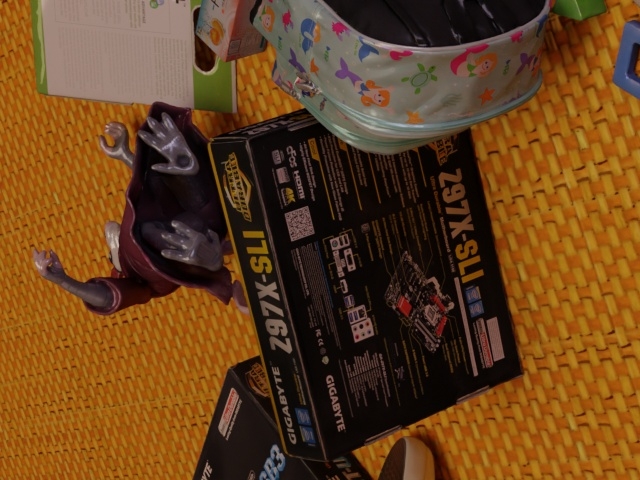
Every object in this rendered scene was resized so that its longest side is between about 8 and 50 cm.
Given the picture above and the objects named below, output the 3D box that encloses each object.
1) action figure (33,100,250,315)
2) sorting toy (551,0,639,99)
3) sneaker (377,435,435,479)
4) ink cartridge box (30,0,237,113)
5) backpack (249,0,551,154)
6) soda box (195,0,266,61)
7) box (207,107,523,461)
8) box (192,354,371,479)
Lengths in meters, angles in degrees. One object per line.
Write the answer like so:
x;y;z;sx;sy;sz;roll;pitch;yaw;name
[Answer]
-0.178;-0.015;2.156;0.276;0.248;0.370;25;158;-4;action figure
0.282;-0.259;1.446;0.196;0.047;0.347;50;141;26;sorting toy
0.119;0.361;1.978;0.106;0.123;0.290;-174;88;-74;sneaker
-0.207;-0.259;2.111;0.255;0.097;0.188;8;118;15;ink cartridge box
0.077;-0.191;1.612;0.253;0.225;0.191;39;139;42;backpack
-0.083;-0.285;1.939;0.063;0.058;0.183;47;139;30;soda box
0.049;0.022;1.736;0.079;0.257;0.322;1;108;54;box
-0.039;0.336;2.193;0.293;0.073;0.295;50;141;26;box
